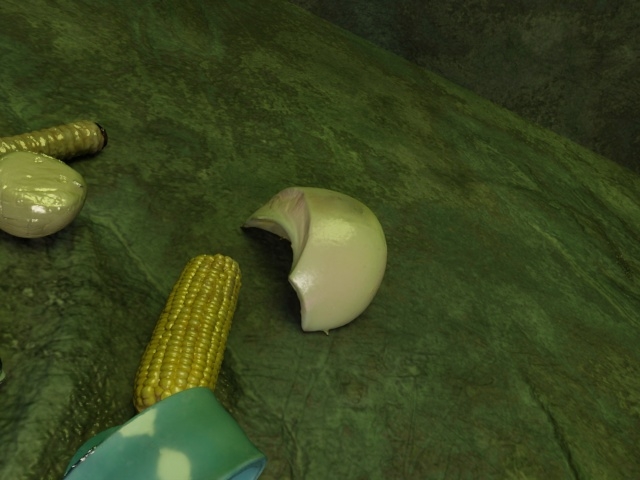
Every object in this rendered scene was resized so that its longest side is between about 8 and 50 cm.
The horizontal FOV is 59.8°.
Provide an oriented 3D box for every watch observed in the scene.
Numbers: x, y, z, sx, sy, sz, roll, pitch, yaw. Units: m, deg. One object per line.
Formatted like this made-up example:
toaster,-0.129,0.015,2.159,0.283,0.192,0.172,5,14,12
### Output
watch,-0.148,0.231,0.485,0.211,0.193,0.211,19,35,-14

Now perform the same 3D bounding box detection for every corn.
corn,-0.160,0.118,0.695,0.093,0.093,0.244,22,37,-11

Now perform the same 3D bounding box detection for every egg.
egg,0.014,-0.004,0.901,0.206,0.162,0.271,1,46,-32

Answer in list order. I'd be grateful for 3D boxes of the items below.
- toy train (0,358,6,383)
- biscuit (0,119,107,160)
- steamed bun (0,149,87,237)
toy train,-0.412,0.081,0.606,0.207,0.047,0.043,42,39,18
biscuit,-0.427,-0.144,0.851,0.055,0.061,0.219,21,32,24
steamed bun,-0.386,-0.054,0.745,0.130,0.091,0.112,17,40,-15
